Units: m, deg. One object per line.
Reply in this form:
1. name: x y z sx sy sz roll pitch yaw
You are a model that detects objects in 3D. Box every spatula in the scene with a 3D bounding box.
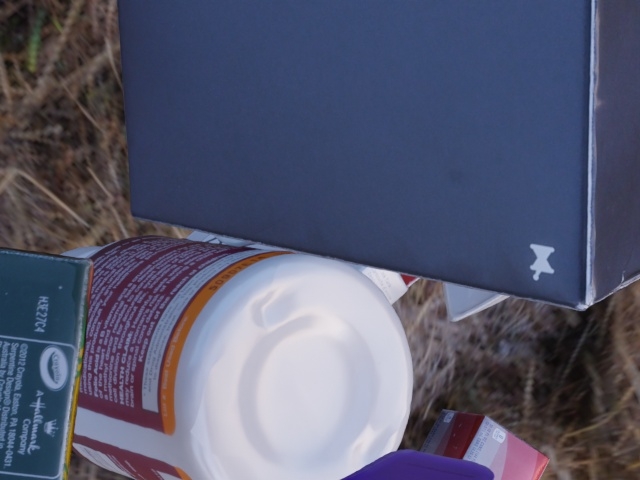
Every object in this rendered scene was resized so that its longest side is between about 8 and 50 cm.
1. spatula: 0.000 0.190 0.918 0.084 0.296 0.030 5 120 35

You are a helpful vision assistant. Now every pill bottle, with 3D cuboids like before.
1. pill bottle: -0.117 0.110 1.481 0.224 0.392 0.224 -3 95 -34

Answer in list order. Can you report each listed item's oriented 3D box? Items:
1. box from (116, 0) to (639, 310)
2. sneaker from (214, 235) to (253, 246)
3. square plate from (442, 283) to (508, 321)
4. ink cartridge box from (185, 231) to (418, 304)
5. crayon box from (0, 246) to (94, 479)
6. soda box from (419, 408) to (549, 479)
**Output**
1. box: 0.095 -0.106 0.903 0.296 0.294 0.183 11 112 37
2. sneaker: 0.003 -0.137 1.443 0.108 0.169 0.293 27 106 33
3. square plate: 0.280 -0.102 1.924 0.347 0.049 0.344 -29 43 25
4. ink cartridge box: 0.000 0.000 1.824 0.261 0.296 0.066 -40 122 -18
5. crayon box: -0.211 0.140 1.127 0.081 0.318 0.202 8 75 -9
6. soda box: 0.100 0.288 1.516 0.083 0.092 0.263 34 77 -20
